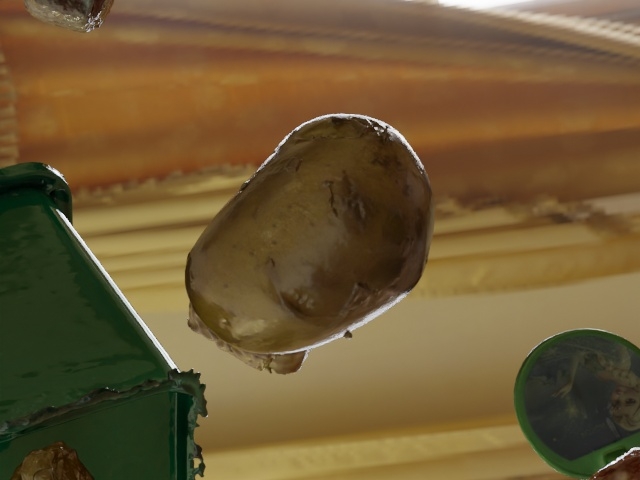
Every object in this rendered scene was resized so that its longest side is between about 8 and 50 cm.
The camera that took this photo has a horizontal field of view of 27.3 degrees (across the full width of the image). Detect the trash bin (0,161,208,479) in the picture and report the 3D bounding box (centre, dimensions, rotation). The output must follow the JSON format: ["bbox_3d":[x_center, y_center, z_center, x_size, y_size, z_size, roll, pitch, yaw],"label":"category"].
[{"bbox_3d":[-0.279,0.118,1.048,0.381,0.295,0.259,35,131,48],"label":"trash bin"}]

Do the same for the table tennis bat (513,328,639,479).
[{"bbox_3d":[0.300,0.211,1.372,0.039,0.160,0.257,86,165,-68],"label":"table tennis bat"}]

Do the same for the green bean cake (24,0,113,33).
[{"bbox_3d":[-0.257,-0.349,1.485,0.198,0.097,0.232,-170,99,-79],"label":"green bean cake"}]

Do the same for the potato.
[{"bbox_3d":[0.000,0.000,0.840,0.176,0.137,0.137,-52,-25,-10],"label":"potato"}]

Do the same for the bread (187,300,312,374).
[{"bbox_3d":[-0.100,0.105,2.106,0.181,0.222,0.096,-49,-22,-44],"label":"bread"}]

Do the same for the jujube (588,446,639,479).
[{"bbox_3d":[0.244,0.188,0.847,0.176,0.109,0.112,24,-156,-33],"label":"jujube"}]

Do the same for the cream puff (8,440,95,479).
[{"bbox_3d":[-0.166,0.173,0.850,0.058,0.083,0.083,-19,-115,-50],"label":"cream puff"}]
